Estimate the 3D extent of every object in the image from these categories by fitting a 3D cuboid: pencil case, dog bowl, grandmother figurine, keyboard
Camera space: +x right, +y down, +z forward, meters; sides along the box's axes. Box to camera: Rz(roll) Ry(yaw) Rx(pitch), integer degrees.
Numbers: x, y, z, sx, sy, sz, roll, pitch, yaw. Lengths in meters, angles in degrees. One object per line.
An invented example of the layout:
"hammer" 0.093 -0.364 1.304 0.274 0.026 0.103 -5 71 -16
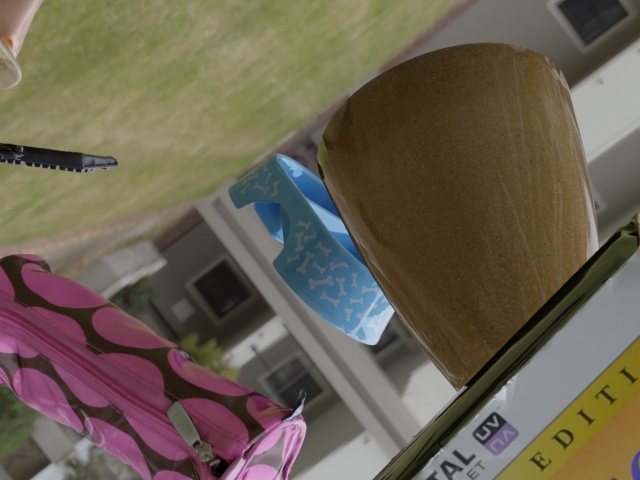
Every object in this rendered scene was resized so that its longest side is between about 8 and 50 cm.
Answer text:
"pencil case" -0.109 0.082 0.632 0.095 0.209 0.098 -65 159 2
"dog bowl" 0.000 0.000 1.357 0.074 0.166 0.297 -48 -138 13
"grandmother figurine" -0.298 -0.284 1.164 0.208 0.104 0.342 -15 -138 25
"keyboard" -0.314 -0.089 1.189 0.180 0.023 0.108 7 -177 19

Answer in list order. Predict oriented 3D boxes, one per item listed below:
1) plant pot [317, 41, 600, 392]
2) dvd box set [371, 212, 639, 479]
"plant pot" 0.141 0.006 0.974 0.237 0.254 0.237 -12 149 -7
"dvd box set" 0.175 0.239 0.448 0.307 0.420 0.062 -48 179 17
